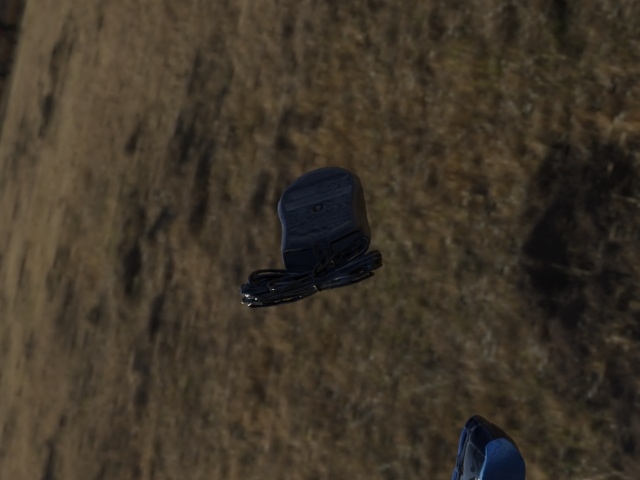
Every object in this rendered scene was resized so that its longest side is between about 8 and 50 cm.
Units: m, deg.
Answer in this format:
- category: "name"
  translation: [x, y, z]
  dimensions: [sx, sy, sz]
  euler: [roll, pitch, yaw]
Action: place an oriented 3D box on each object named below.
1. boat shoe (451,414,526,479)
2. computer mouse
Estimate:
- category: "boat shoe"
  translation: [0.211, 0.322, 1.501]
  dimensions: [0.089, 0.109, 0.258]
  euler: [-122, 31, -46]
- category: "computer mouse"
  translation: [0.000, 0.000, 1.565]
  dimensions: [0.272, 0.189, 0.072]
  euler: [-84, -24, -55]
